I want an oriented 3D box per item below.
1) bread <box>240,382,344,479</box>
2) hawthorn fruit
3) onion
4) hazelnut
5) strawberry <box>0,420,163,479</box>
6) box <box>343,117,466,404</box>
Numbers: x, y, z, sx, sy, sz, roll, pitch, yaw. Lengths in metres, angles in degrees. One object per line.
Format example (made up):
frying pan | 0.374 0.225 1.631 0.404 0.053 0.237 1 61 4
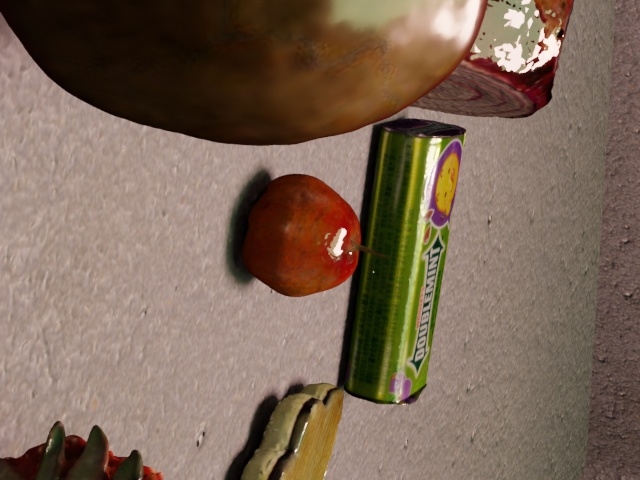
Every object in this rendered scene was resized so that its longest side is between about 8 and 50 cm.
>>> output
bread | -0.046 0.281 1.723 0.207 0.056 0.286 60 46 -67
hawthorn fruit | -0.012 -0.005 1.559 0.125 0.140 0.125 166 -90 -88
onion | 0.129 -0.267 1.534 0.336 0.282 0.260 25 82 -70
hazelnut | -0.058 -0.237 1.005 0.366 0.366 0.366 12 90 -70
strawberry | -0.222 0.258 1.153 0.233 0.138 0.306 -39 157 -24
box | 0.107 0.027 1.929 0.134 0.097 0.345 -21 122 -65
